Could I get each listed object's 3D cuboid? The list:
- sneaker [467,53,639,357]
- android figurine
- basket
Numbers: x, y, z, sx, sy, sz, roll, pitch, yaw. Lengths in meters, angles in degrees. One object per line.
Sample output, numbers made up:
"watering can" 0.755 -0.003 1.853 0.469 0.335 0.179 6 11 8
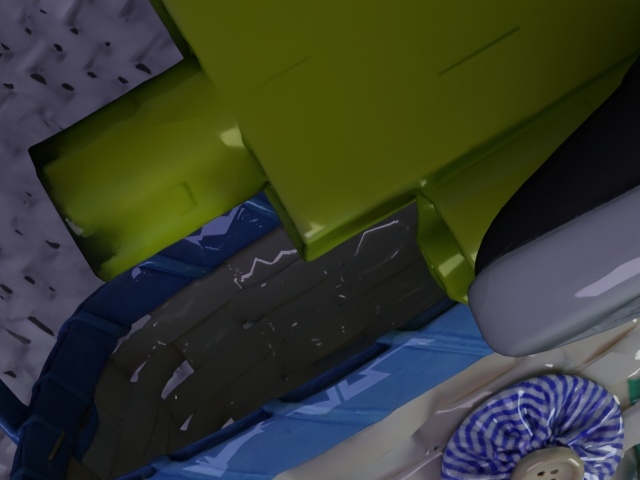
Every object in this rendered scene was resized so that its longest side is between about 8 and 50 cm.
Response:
"sneaker" 0.119 -0.099 0.430 0.296 0.104 0.147 -36 86 -17
"android figurine" 0.028 -0.109 0.503 0.273 0.056 0.248 -29 83 -3
"basket" 0.000 0.000 0.610 0.255 0.201 0.289 -34 105 12
